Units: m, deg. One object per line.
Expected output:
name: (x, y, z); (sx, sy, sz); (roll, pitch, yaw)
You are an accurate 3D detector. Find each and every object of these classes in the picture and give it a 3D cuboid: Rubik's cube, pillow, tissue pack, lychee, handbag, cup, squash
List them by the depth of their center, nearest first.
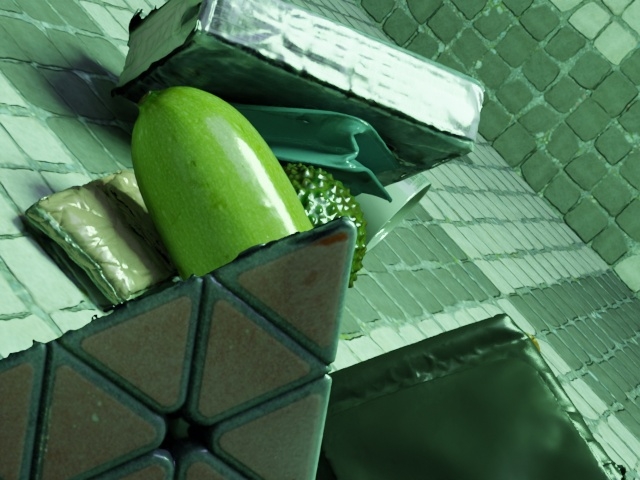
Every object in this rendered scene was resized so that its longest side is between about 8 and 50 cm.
Rubik's cube: (-0.105, 0.114, 0.913); (0.229, 0.233, 0.228); (13, 52, 19)
handbag: (0.111, 0.190, 1.145); (0.080, 0.247, 0.223); (86, -19, -48)
squash: (-0.087, -0.030, 1.200); (0.247, 0.132, 0.132); (64, 16, -4)
pillow: (-0.180, -0.008, 1.220); (0.126, 0.043, 0.232); (49, 14, 0)
lychee: (-0.028, 0.007, 1.345); (0.171, 0.171, 0.171); (39, 17, -15)
handbag: (-0.038, -0.096, 1.465); (0.229, 0.062, 0.179); (8, -10, 18)
tissue pack: (-0.026, -0.174, 1.504); (0.361, 0.122, 0.259); (21, -17, -25)
cup: (0.058, -0.079, 1.778); (0.142, 0.134, 0.173); (44, 18, 8)

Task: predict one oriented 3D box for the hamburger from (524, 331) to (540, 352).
hamburger: (0.142, 0.179, 1.310); (0.156, 0.144, 0.283); (14, 25, 7)
